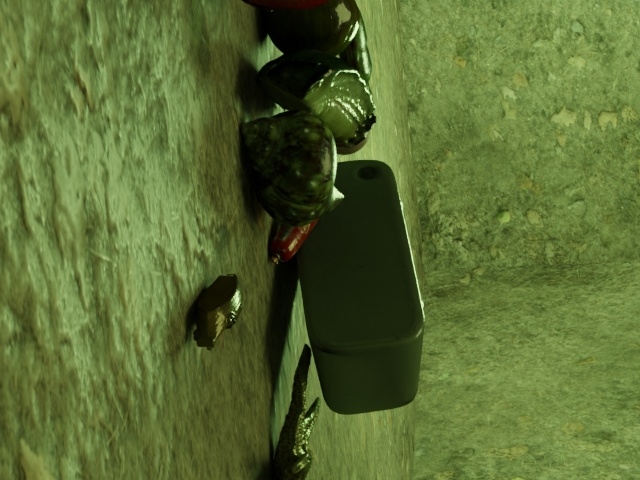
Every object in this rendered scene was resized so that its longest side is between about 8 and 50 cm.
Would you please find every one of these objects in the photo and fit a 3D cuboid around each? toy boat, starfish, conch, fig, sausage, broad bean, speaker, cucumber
[{"bbox_3d":[-0.116,0.084,1.330,0.149,0.047,0.049,-67,154,-70],"label":"toy boat"},{"bbox_3d":[-0.026,0.354,1.706,0.358,0.078,0.347,-85,165,-71],"label":"starfish"},{"bbox_3d":[-0.042,-0.105,1.622,0.187,0.124,0.181,44,-25,63],"label":"conch"},{"bbox_3d":[-0.022,-0.402,1.737,0.151,0.151,0.259,-39,122,-78],"label":"fig"},{"bbox_3d":[-0.041,-0.015,1.751,0.050,0.048,0.145,58,45,-25],"label":"sausage"},{"bbox_3d":[0.078,-0.424,2.550,0.339,0.061,0.077,75,4,-53],"label":"broad bean"},{"bbox_3d":[0.057,0.070,1.827,0.184,0.183,0.406,85,-2,-46],"label":"speaker"},{"bbox_3d":[-0.009,-0.229,1.686,0.105,0.145,0.325,-59,167,3],"label":"cucumber"}]

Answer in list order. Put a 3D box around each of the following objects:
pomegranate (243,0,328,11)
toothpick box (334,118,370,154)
[{"bbox_3d":[-0.051,-0.391,1.412,0.235,0.210,0.210,23,62,-49],"label":"pomegranate"},{"bbox_3d":[0.035,-0.228,2.141,0.149,0.098,0.098,52,37,-72],"label":"toothpick box"}]
